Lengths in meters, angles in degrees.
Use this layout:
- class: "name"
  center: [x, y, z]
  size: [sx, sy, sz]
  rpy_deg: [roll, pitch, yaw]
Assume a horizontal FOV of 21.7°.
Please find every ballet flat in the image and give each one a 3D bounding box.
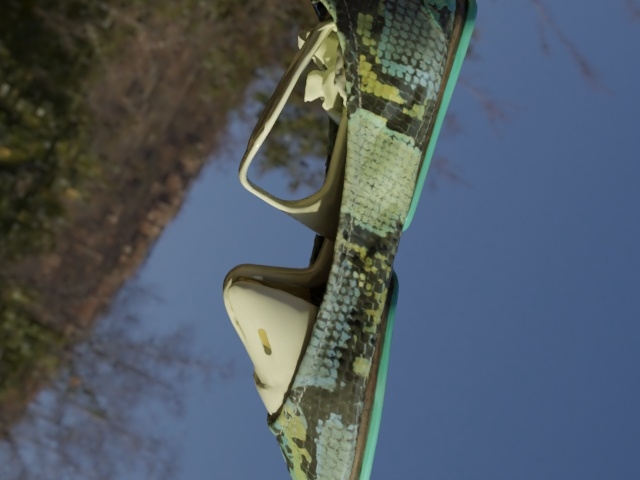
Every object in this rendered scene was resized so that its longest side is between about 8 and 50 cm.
- class: "ballet flat"
  center: [0.000, 0.000, 0.552]
  size: [0.070, 0.070, 0.188]
  rpy_deg: [-162, -97, -70]
